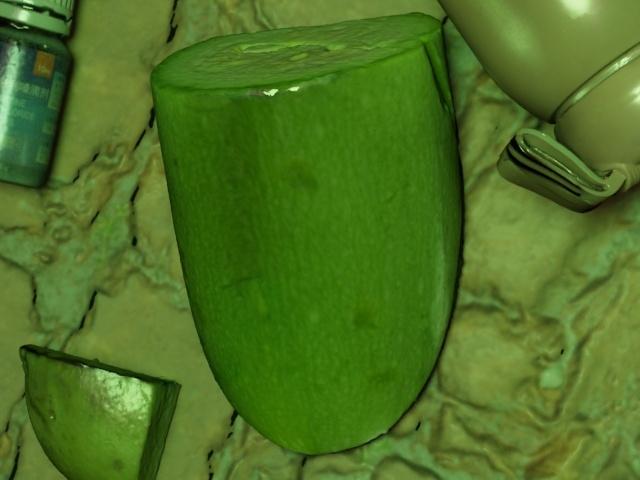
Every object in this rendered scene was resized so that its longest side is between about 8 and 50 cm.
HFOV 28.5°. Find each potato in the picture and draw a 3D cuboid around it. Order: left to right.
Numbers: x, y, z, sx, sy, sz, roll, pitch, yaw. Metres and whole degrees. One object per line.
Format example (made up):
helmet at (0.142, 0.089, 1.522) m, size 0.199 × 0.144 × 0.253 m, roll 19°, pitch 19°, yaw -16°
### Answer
potato at (-0.204, 0.156, 1.038) m, size 0.149 × 0.081 × 0.120 m, roll 13°, pitch 86°, yaw 16°

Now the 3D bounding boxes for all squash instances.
squash at (0.000, 0.000, 1.006) m, size 0.234 × 0.210 × 0.309 m, roll -5°, pitch 112°, yaw 14°

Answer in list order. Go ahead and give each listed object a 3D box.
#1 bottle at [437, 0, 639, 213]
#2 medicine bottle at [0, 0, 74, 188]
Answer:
bottle at (0.167, -0.175, 0.912) m, size 0.206 × 0.173 × 0.297 m, roll -28°, pitch 80°, yaw -17°
medicine bottle at (-0.257, -0.150, 1.079) m, size 0.083 × 0.083 × 0.203 m, roll 10°, pitch 86°, yaw 16°
